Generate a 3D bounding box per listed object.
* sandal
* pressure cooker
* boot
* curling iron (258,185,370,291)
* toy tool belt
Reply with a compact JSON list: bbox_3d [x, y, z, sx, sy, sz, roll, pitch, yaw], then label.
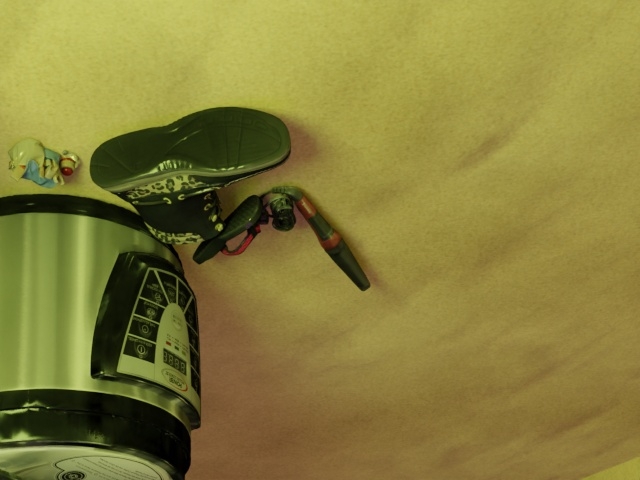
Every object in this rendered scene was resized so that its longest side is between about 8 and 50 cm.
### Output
[{"bbox_3d":[-0.108,-0.007,1.587,0.040,0.067,0.179,38,148,-11],"label":"sandal"},{"bbox_3d":[-0.341,0.201,1.566,0.370,0.420,0.375,4,148,-15],"label":"pressure cooker"},{"bbox_3d":[-0.131,-0.072,1.475,0.236,0.085,0.178,-9,153,11],"label":"boot"},{"bbox_3d":[0.000,0.000,1.661,0.068,0.035,0.274,-16,148,25],"label":"curling iron"},{"bbox_3d":[-0.323,-0.080,1.453,0.083,0.051,0.052,20,141,-37],"label":"toy tool belt"}]
